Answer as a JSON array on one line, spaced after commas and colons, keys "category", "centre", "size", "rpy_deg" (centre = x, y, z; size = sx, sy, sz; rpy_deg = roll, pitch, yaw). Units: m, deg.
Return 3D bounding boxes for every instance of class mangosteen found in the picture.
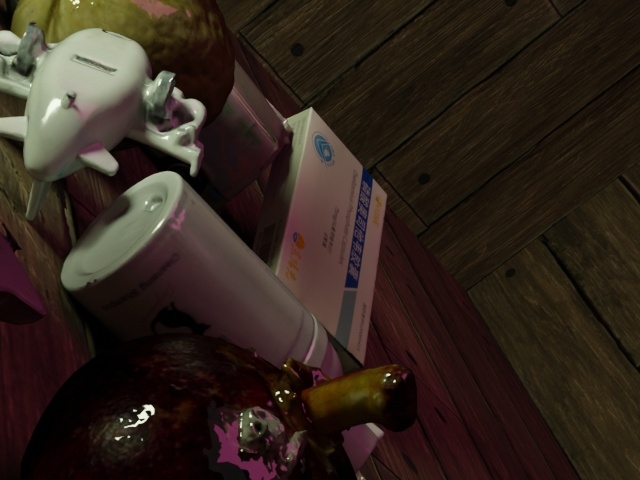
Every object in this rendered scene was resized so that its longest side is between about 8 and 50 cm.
[{"category": "mangosteen", "centre": [-0.052, 0.145, 0.798], "size": [0.235, 0.261, 0.235], "rpy_deg": [50, 12, -14]}]

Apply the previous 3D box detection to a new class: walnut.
[{"category": "walnut", "centre": [-0.220, -0.229, 1.488], "size": [0.227, 0.283, 0.283], "rpy_deg": [26, -3, 26]}]

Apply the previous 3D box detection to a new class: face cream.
[{"category": "face cream", "centre": [-0.064, 0.110, 1.227], "size": [0.370, 0.145, 0.145], "rpy_deg": [47, 11, -25]}]

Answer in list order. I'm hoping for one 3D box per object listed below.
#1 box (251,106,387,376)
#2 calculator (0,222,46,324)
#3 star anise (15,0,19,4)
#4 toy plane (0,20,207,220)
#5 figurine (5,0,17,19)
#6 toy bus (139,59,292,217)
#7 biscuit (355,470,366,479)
[{"category": "box", "centre": [0.000, 0.000, 1.799], "size": [0.200, 0.065, 0.343], "rpy_deg": [47, 35, -31]}, {"category": "calculator", "centre": [-0.322, -0.054, 0.948], "size": [0.294, 0.043, 0.194], "rpy_deg": [52, 9, 18]}, {"category": "star anise", "centre": [-0.376, -0.409, 1.467], "size": [0.218, 0.148, 0.227], "rpy_deg": [46, -33, 31]}, {"category": "toy plane", "centre": [-0.229, -0.125, 1.255], "size": [0.252, 0.118, 0.252], "rpy_deg": [15, 34, -10]}, {"category": "figurine", "centre": [-0.335, -0.289, 1.584], "size": [0.082, 0.086, 0.094], "rpy_deg": [-127, -146, -52]}, {"category": "toy bus", "centre": [-0.209, -0.228, 1.765], "size": [0.386, 0.162, 0.171], "rpy_deg": [49, 11, -14]}, {"category": "biscuit", "centre": [-0.012, 0.223, 1.395], "size": [0.265, 0.040, 0.188], "rpy_deg": [51, 12, -4]}]
